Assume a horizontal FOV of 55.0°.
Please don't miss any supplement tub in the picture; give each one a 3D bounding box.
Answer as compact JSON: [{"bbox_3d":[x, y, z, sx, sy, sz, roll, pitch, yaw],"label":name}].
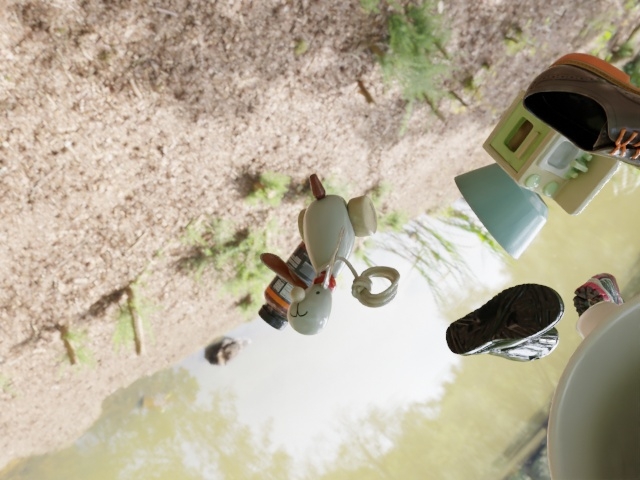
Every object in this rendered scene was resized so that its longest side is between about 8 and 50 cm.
[{"bbox_3d":[-0.054,0.101,1.352,0.197,0.106,0.106,-53,152,6],"label":"supplement tub"}]

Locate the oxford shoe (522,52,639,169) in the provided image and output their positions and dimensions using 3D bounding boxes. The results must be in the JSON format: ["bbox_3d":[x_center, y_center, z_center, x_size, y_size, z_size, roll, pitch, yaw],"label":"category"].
[{"bbox_3d":[0.341,-0.104,0.650,0.098,0.271,0.096,-35,146,-32],"label":"oxford shoe"}]

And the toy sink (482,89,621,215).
[{"bbox_3d":[0.469,-0.184,1.276,0.131,0.234,0.152,16,121,-30],"label":"toy sink"}]

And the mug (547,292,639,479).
[{"bbox_3d":[0.372,0.191,0.544,0.276,0.374,0.328,-46,126,9],"label":"mug"}]

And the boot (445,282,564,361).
[{"bbox_3d":[0.385,0.159,1.145,0.207,0.094,0.246,11,147,-38],"label":"boot"}]

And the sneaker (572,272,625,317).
[{"bbox_3d":[0.753,0.227,1.579,0.112,0.121,0.299,-31,109,-31],"label":"sneaker"}]

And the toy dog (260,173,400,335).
[{"bbox_3d":[0.000,0.000,1.136,0.220,0.333,0.161,-26,121,10],"label":"toy dog"}]

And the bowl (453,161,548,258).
[{"bbox_3d":[0.556,-0.115,1.827,0.163,0.311,0.312,-38,157,21],"label":"bowl"}]
